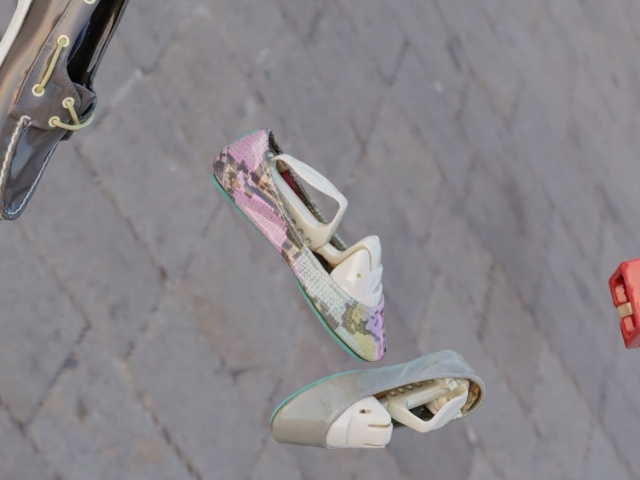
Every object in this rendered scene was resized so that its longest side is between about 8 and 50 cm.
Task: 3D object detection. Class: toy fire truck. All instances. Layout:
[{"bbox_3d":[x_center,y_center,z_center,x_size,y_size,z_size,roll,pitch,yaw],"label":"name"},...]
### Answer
[{"bbox_3d":[0.258,0.048,1.098,0.192,0.135,0.047,65,11,-70],"label":"toy fire truck"}]

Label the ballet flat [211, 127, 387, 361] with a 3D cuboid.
[{"bbox_3d":[0.000,0.000,1.403,0.221,0.079,0.077,52,24,-1],"label":"ballet flat"}]

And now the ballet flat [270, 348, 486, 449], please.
[{"bbox_3d":[0.057,0.145,1.466,0.213,0.072,0.068,-14,43,-35],"label":"ballet flat"}]

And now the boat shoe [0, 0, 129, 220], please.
[{"bbox_3d":[-0.188,-0.116,1.183,0.081,0.069,0.227,16,93,-76],"label":"boat shoe"}]
